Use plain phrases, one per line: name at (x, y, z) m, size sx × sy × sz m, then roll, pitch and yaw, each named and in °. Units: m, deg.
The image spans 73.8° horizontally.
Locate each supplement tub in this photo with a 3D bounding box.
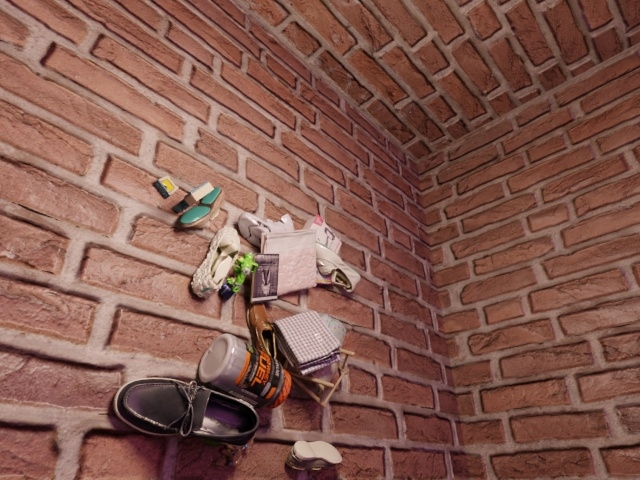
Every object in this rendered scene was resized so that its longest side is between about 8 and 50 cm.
supplement tub at (-0.289, 0.528, 1.685) m, size 0.338 × 0.207 × 0.207 m, roll 39°, pitch 43°, yaw -32°

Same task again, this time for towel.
towel at (-0.064, 0.453, 1.936) m, size 0.234 × 0.121 × 0.284 m, roll -10°, pitch 40°, yaw -33°
towel at (-0.148, 0.107, 2.106) m, size 0.331 × 0.053 × 0.317 m, roll -7°, pitch 103°, yaw -41°

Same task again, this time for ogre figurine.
ogre figurine at (-0.335, 0.124, 1.845) m, size 0.097 × 0.118 × 0.197 m, roll 40°, pitch 27°, yaw -2°

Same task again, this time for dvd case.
dvd case at (-0.252, 0.170, 1.946) m, size 0.164 × 0.018 × 0.222 m, roll 3°, pitch 90°, yaw -54°

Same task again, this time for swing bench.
swing bench at (-0.014, 0.593, 2.008) m, size 0.254 × 0.165 × 0.253 m, roll 26°, pitch 34°, yaw 17°

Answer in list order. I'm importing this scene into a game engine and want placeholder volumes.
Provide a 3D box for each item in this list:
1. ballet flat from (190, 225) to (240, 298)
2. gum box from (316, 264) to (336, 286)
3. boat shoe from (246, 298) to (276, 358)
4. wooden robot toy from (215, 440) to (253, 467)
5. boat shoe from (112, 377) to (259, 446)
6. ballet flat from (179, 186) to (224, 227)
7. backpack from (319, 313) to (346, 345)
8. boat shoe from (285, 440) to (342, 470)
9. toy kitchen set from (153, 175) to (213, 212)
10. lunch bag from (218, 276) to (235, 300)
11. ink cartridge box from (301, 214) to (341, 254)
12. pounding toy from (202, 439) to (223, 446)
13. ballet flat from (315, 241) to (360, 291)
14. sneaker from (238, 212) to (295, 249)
ballet flat at (-0.420, 0.080, 1.856) m, size 0.147 × 0.147 × 0.409 m, roll 44°, pitch 40°, yaw -27°
gum box at (0.006, 0.198, 2.382) m, size 0.188 × 0.062 × 0.107 m, roll 10°, pitch 61°, yaw -49°
boat shoe at (-0.250, 0.397, 1.900) m, size 0.110 × 0.104 × 0.308 m, roll 7°, pitch 62°, yaw -47°
wooden robot toy at (-0.328, 0.812, 1.608) m, size 0.173 × 0.076 × 0.079 m, roll -30°, pitch 129°, yaw -55°
boat shoe at (-0.434, 0.573, 1.441) m, size 0.499 × 0.156 × 0.187 m, roll 23°, pitch 50°, yaw -16°
ballet flat at (-0.509, -0.120, 1.892) m, size 0.316 × 0.107 × 0.106 m, roll -61°, pitch 153°, yaw -48°
backpack at (0.033, 0.472, 2.187) m, size 0.188 × 0.144 × 0.166 m, roll 45°, pitch 45°, yaw -20°
boat shoe at (-0.026, 0.950, 1.866) m, size 0.305 × 0.091 × 0.109 m, roll 31°, pitch 10°, yaw -41°
toy kitchen set at (-0.583, -0.212, 1.757) m, size 0.166 × 0.207 × 0.122 m, roll 54°, pitch 36°, yaw -13°
lunch bag at (-0.397, 0.208, 1.858) m, size 0.065 × 0.067 × 0.098 m, roll 43°, pitch 34°, yaw -3°
ink cartridge box at (0.000, 0.000, 2.461) m, size 0.237 × 0.100 × 0.172 m, roll 50°, pitch 39°, yaw -20°
pounding toy at (-0.376, 0.655, 1.582) m, size 0.236 × 0.110 × 0.183 m, roll 35°, pitch 45°, yaw -35°
ballet flat at (0.075, 0.158, 2.345) m, size 0.400 × 0.139 × 0.139 m, roll 40°, pitch 42°, yaw -31°
sneaker at (-0.260, -0.063, 2.147) m, size 0.366 × 0.137 × 0.210 m, roll 43°, pitch 40°, yaw -35°
